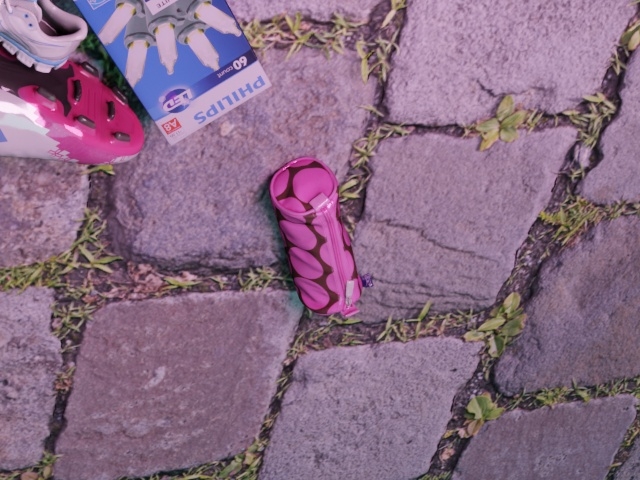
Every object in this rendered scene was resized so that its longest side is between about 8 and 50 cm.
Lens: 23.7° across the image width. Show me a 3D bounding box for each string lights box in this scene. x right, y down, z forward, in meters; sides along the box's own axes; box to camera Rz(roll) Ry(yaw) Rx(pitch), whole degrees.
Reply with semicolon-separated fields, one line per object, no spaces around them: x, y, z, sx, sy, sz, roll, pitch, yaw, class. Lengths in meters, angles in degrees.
-0.165;-0.233;1.576;0.133;0.076;0.259;-31;137;0;string lights box

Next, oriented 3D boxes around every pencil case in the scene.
0.000;0.000;1.869;0.095;0.098;0.209;-24;136;-6;pencil case

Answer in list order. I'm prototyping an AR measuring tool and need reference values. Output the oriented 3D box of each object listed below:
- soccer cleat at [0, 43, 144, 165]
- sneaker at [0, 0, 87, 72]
-0.344;-0.137;1.559;0.331;0.116;0.143;20;131;-36;soccer cleat
-0.311;-0.232;1.474;0.191;0.071;0.083;20;154;-33;sneaker
